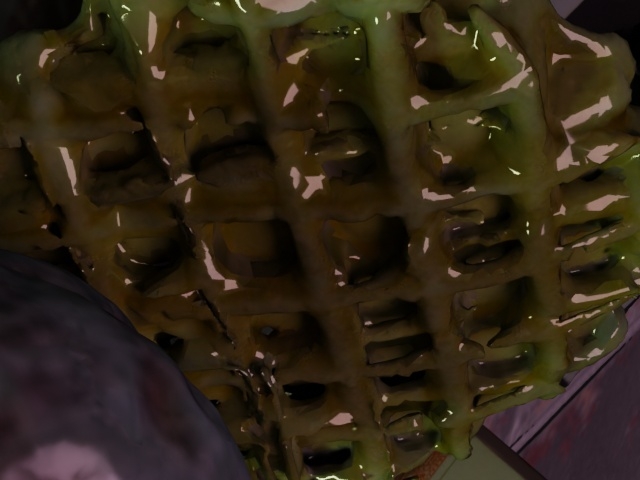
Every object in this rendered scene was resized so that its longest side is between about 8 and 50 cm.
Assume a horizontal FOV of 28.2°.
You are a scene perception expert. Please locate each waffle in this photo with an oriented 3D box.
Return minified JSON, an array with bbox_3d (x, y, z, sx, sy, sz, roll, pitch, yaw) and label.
[{"bbox_3d":[0.000,0.000,0.545,0.317,0.073,0.297,27,120,-28],"label":"waffle"}]

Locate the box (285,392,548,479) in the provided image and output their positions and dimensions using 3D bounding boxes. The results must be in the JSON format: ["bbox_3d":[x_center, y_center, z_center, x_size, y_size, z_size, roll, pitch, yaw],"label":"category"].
[{"bbox_3d":[0.039,0.149,0.691,0.141,0.201,0.058,-53,140,5],"label":"box"}]

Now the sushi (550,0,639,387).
[{"bbox_3d":[0.151,-0.061,0.824,0.339,0.069,0.320,17,114,-49],"label":"sushi"}]

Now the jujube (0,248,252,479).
[{"bbox_3d":[-0.177,0.129,0.429,0.308,0.215,0.246,-27,128,-17],"label":"jujube"}]
